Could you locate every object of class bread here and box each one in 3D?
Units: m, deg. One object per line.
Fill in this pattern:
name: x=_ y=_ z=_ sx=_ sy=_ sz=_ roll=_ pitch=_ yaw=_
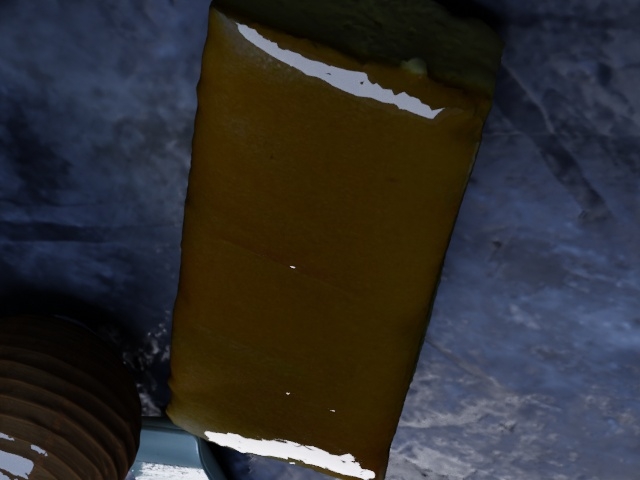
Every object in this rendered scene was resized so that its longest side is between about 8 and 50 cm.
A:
bread: x=0.000 y=0.001 z=1.030 sx=0.138 sy=0.077 sz=0.361 roll=18 pitch=143 yaw=5

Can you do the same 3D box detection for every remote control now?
remote control: x=-0.086 y=0.170 z=1.326 sx=0.061 sy=0.029 sz=0.162 roll=6 pitch=146 yaw=21

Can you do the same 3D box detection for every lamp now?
lamp: x=-0.177 y=0.113 z=1.212 sx=0.136 sy=0.136 sz=0.136 roll=13 pitch=143 yaw=10
